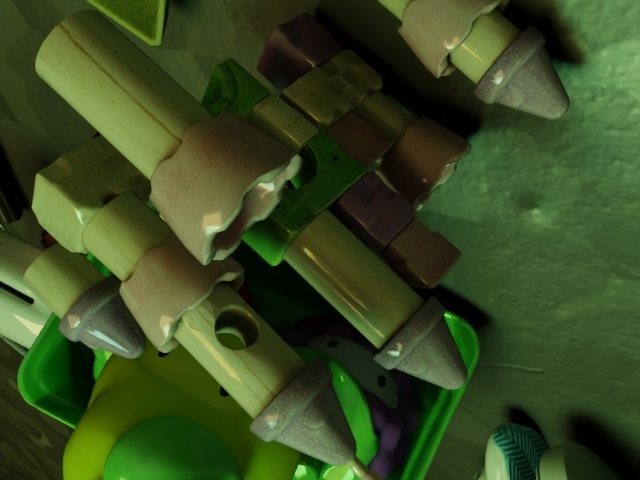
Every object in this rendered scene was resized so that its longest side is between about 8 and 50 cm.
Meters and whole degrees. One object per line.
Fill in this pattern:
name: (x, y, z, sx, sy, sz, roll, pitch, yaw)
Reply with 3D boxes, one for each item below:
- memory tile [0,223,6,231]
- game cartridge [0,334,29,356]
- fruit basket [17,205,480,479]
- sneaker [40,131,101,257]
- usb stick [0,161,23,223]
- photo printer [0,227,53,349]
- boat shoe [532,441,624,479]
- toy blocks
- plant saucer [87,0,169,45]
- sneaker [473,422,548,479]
memory tile: (-0.568, -0.033, 1.285, 0.113, 0.012, 0.148, 48, 146, -11)
game cartridge: (-0.360, 0.191, 1.214, 0.294, 0.060, 0.196, 27, 175, 28)
fruit basket: (-0.074, 0.117, 0.677, 0.392, 0.282, 0.392, 26, 166, 7)
sneaker: (-0.216, -0.035, 0.880, 0.136, 0.116, 0.314, 34, 154, -10)
usb stick: (-0.466, -0.131, 1.045, 0.077, 0.045, 0.278, 29, 146, 28)
photo printer: (-0.332, 0.080, 0.997, 0.256, 0.107, 0.307, 23, 170, 23)
boat shoe: (0.266, 0.346, 0.777, 0.158, 0.127, 0.340, -30, 109, 29)
toy blocks: (0.000, 0.000, 0.515, 0.260, 0.288, 0.309, 42, 141, 6)
plant saucer: (-0.175, -0.271, 0.599, 0.188, 0.045, 0.188, 36, 146, 7)
sneaker: (0.194, 0.274, 0.836, 0.092, 0.087, 0.228, 15, 137, 36)
